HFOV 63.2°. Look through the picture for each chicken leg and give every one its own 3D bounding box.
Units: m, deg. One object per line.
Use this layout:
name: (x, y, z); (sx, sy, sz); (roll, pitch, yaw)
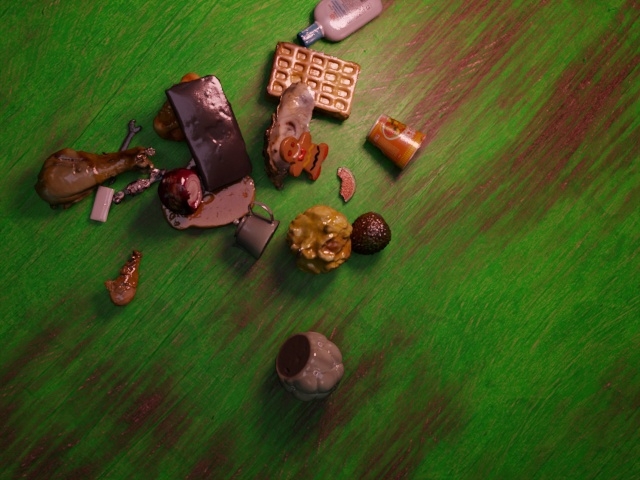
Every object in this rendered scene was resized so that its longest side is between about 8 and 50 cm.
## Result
chicken leg: (-0.697, 0.131, 1.854); (0.101, 0.085, 0.208); (15, 80, 5)
chicken leg: (-0.776, -0.240, 1.805); (0.428, 0.153, 0.202); (-16, 97, -6)

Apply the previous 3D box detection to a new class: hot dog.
hot dog: (-0.465, -0.453, 1.849); (0.153, 0.150, 0.257); (33, 86, 5)

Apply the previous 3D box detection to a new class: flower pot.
flower pot: (-0.035, 0.447, 1.845); (0.246, 0.246, 0.195); (-51, 127, -4)

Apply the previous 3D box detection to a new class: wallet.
wallet: (-0.373, -0.371, 1.782); (0.197, 0.051, 0.378); (-26, 108, -19)
wallet: (-0.782, -0.131, 1.863); (0.061, 0.025, 0.122); (15, 88, 5)

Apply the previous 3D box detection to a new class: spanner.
spanner: (-0.718, -0.320, 1.879); (0.054, 0.015, 0.255); (26, 87, -5)

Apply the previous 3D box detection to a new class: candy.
candy: (-0.646, -0.197, 1.856); (0.226, 0.094, 0.051); (-30, 111, 0)

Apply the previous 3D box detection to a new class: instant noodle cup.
instant noodle cup: (0.273, -0.374, 1.927); (0.185, 0.168, 0.168); (34, 86, 2)

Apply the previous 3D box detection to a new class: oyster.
oyster: (-0.143, -0.369, 1.821); (0.110, 0.204, 0.397); (25, 105, 30)

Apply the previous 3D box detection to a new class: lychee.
lychee: (0.178, -0.019, 1.913); (0.171, 0.171, 0.171); (0, 90, -6)

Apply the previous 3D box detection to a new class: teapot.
teapot: (-0.242, -0.042, 1.856); (0.148, 0.162, 0.239); (30, 129, -1)

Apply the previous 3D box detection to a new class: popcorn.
popcorn: (-0.007, -0.003, 1.847); (0.249, 0.225, 0.250); (1, 92, 29)

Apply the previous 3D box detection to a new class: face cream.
face cream: (0.062, -0.831, 1.934); (0.336, 0.080, 0.163); (-37, 95, -5)

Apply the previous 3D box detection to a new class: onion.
onion: (-0.481, -0.187, 1.794); (0.135, 0.173, 0.198); (3, 46, 5)

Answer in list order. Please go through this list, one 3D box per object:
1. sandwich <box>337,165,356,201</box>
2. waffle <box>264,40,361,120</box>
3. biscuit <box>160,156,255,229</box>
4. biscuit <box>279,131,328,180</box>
sandwich: (0.101, -0.213, 1.963); (0.067, 0.029, 0.135); (-6, 92, -1)
waffle: (-0.028, -0.583, 1.919); (0.327, 0.098, 0.224); (13, 90, -8)
biscuit: (-0.413, -0.185, 1.892); (0.343, 0.057, 0.288); (-11, 91, -6)
biscuit: (-0.058, -0.301, 1.855); (0.036, 0.250, 0.166); (21, 93, 34)
